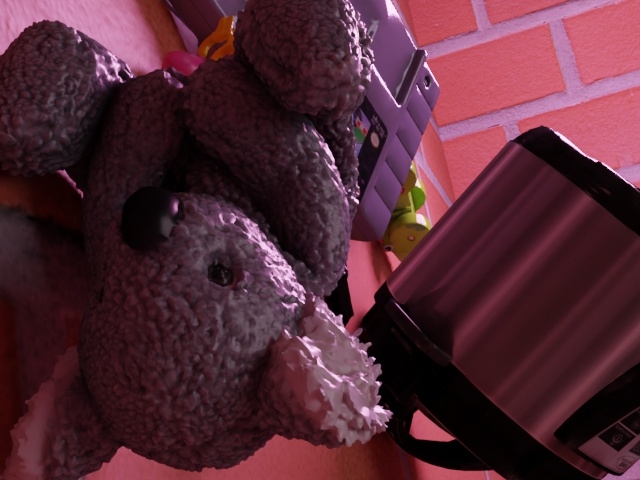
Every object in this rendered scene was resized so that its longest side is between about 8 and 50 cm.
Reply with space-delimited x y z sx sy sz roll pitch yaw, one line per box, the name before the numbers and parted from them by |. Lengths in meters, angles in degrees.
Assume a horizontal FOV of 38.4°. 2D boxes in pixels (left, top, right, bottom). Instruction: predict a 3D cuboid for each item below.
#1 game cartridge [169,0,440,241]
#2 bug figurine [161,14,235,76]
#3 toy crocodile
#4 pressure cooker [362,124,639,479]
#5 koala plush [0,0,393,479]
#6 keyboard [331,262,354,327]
game cartridge | 0.006 -0.186 0.905 0.355 0.068 0.230 51 47 -42
bug figurine | -0.060 -0.037 0.710 0.216 0.072 0.279 53 30 -44
toy crocodile | 0.097 -0.075 1.352 0.341 0.105 0.115 67 15 -47
pressure cooker | 0.262 0.119 1.147 0.370 0.420 0.375 41 8 -5
koala plush | -0.054 0.019 0.447 0.221 0.196 0.203 -95 174 -48
keyboard | 0.000 0.000 1.024 0.100 0.038 0.192 107 -28 -71
